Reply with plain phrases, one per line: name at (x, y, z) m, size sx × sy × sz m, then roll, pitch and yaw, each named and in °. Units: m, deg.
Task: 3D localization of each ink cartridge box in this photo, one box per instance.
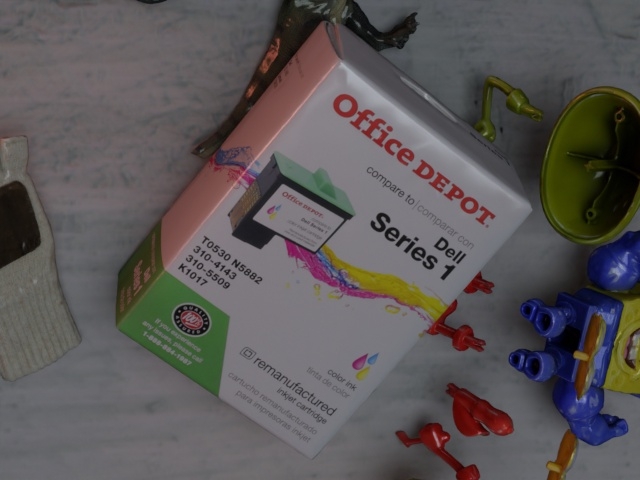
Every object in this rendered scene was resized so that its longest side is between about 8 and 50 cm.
ink cartridge box at (0.000, 0.000, 1.255) m, size 0.201 × 0.117 × 0.278 m, roll 36°, pitch 104°, yaw -17°

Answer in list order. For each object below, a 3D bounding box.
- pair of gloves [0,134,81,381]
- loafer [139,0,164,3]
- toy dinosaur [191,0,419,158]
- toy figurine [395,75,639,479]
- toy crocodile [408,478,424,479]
pair of gloves at (-0.308, 0.040, 1.213) m, size 0.240 × 0.042 × 0.204 m, roll -22°, pitch 111°, yaw -27°
loafer at (-0.197, -0.285, 1.205) m, size 0.267 × 0.084 × 0.096 m, roll 39°, pitch 89°, yaw -17°
toy dinosaur at (0.008, -0.164, 1.296) m, size 0.118 × 0.064 × 0.268 m, roll 27°, pitch 97°, yaw -14°
toy figurine at (0.233, 0.047, 1.371) m, size 0.217 × 0.191 × 0.363 m, roll 3°, pitch 102°, yaw -43°
toy crocodile at (0.047, 0.354, 1.312) m, size 0.115 × 0.105 × 0.341 m, roll 25°, pitch 92°, yaw -12°
